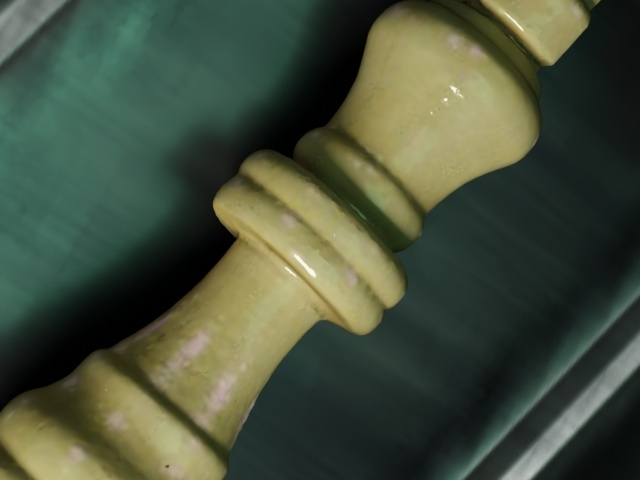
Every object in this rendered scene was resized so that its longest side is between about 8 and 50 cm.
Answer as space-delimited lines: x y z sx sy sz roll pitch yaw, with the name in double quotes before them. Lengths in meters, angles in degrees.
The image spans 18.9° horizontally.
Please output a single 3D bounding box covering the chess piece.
"chess piece" 0.000 0.000 0.926 0.397 0.117 0.117 -48 117 -8
